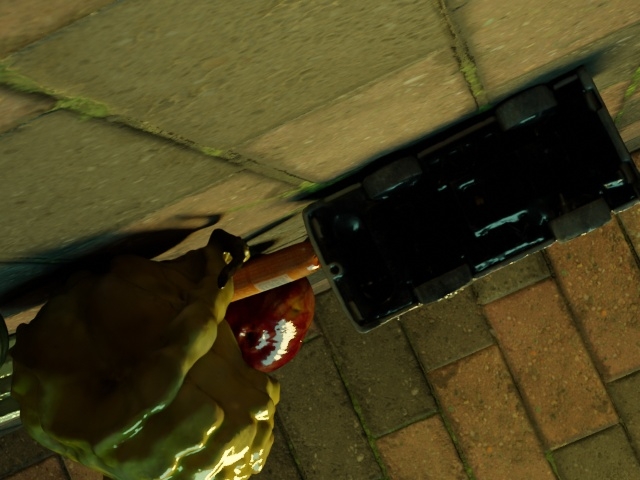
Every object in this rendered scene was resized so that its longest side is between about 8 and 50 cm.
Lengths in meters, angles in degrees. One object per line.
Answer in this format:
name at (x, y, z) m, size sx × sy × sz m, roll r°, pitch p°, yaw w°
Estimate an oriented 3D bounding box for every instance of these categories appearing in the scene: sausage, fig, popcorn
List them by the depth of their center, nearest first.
popcorn at (-0.198, 0.150, 1.499) m, size 0.382 × 0.349 × 0.349 m, roll -62°, pitch -176°, yaw -14°
sausage at (-0.131, 0.066, 1.899) m, size 0.347 × 0.053 × 0.053 m, roll -20°, pitch 177°, yaw 30°
fig at (-0.102, 0.099, 2.078) m, size 0.186 × 0.204 × 0.249 m, roll 4°, pitch -151°, yaw 0°

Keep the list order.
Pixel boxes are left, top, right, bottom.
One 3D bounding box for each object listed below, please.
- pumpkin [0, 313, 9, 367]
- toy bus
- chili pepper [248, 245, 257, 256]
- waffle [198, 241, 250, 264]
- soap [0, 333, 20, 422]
pumpkin at (-0.393, 0.122, 1.220) m, size 0.167 × 0.125 × 0.167 m, roll -24°, pitch 164°, yaw -8°
toy bus at (0.219, -0.050, 1.727) m, size 0.440 × 0.209 × 0.249 m, roll -27°, pitch 176°, yaw 11°
chili pepper at (-0.136, 0.027, 1.912) m, size 0.091 × 0.034 × 0.030 m, roll -32°, pitch -156°, yaw 48°
waffle at (-0.190, 0.048, 1.808) m, size 0.191 × 0.038 × 0.191 m, roll -24°, pitch 175°, yaw -2°
soap at (-0.422, 0.189, 1.790) m, size 0.198 × 0.115 × 0.063 m, roll -18°, pitch 173°, yaw -38°
